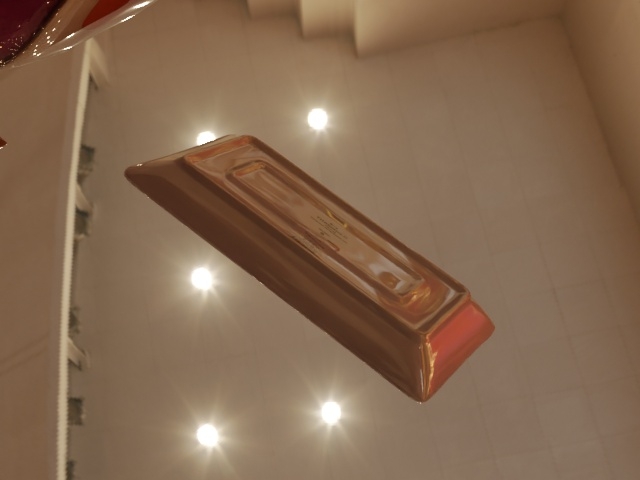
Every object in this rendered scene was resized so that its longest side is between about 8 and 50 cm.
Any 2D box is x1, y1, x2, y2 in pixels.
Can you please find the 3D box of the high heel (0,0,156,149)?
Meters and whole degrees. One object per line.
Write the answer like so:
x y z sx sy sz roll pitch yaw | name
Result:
-0.196 -0.169 0.515 0.181 0.377 0.127 53 -149 -6 | high heel

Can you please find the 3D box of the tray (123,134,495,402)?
0.000 0.000 0.686 0.270 0.030 0.145 36 -148 15 | tray
